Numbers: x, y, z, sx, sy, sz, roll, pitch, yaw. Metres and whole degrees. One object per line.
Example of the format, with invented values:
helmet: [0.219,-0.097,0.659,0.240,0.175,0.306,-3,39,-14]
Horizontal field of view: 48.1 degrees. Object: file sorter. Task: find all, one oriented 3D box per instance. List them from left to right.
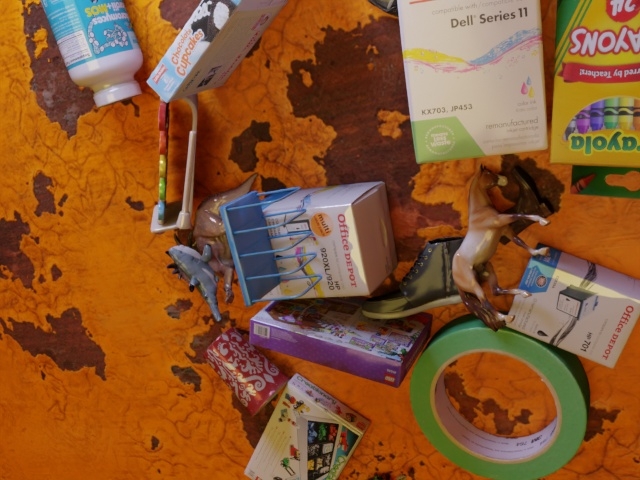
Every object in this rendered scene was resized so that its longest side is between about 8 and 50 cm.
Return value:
file sorter: [-0.075,0.005,1.189,0.104,0.118,0.171,-9,103,24]

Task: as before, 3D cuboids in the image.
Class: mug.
mug: [-0.174,0.290,1.552,0.169,0.113,0.150,45,120,7]

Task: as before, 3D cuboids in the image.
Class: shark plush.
shark plush: [-0.236,0.083,1.369,0.073,0.067,0.161,-18,90,29]

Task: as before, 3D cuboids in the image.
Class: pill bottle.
pill bottle: [-0.433,-0.395,1.379,0.146,0.146,0.264,-11,106,28]

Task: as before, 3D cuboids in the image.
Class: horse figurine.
horse figurine: [0.285,0.024,1.199,0.174,0.066,0.264,32,118,41]

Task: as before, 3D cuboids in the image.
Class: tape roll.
tape roll: [0.328,0.291,1.331,0.321,0.077,0.322,9,113,22]

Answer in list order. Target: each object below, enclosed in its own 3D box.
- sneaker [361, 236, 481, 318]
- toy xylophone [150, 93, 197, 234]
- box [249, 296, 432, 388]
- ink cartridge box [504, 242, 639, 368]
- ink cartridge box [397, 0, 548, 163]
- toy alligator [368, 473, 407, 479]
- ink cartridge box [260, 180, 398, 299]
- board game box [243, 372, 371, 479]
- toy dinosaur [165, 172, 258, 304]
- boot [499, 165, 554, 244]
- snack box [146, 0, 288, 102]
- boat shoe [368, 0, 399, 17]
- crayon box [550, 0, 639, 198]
sneaker: [0.172,0.066,1.310,0.221,0.083,0.118,-15,98,11]
toy xylophone: [-0.279,-0.159,1.369,0.081,0.236,0.323,3,110,-10]
box: [0.042,0.166,1.344,0.293,0.201,0.057,14,114,21]
ink cartridge box: [0.428,0.108,1.208,0.190,0.082,0.140,22,118,18]
ink cartridge box: [0.227,-0.310,1.092,0.207,0.119,0.354,-6,108,13]
toy alligator: [0.120,0.532,1.544,0.190,0.056,0.051,-53,43,31]
ink cartridge box: [0.000,0.000,1.316,0.232,0.168,0.171,-5,106,26]
board game box: [-0.036,0.461,1.585,0.192,0.053,0.305,32,120,12]
toy dinosaur: [-0.218,-0.005,1.452,0.200,0.127,0.296,22,112,24]
boot: [0.321,-0.057,1.222,0.114,0.037,0.106,-36,90,36]
snack box: [-0.148,-0.378,1.225,0.060,0.187,0.322,47,121,2]
boat shoe: [0.123,-0.390,1.171,0.152,0.049,0.056,24,117,15]
crayon box: [0.436,-0.213,1.007,0.202,0.081,0.319,8,103,44]
